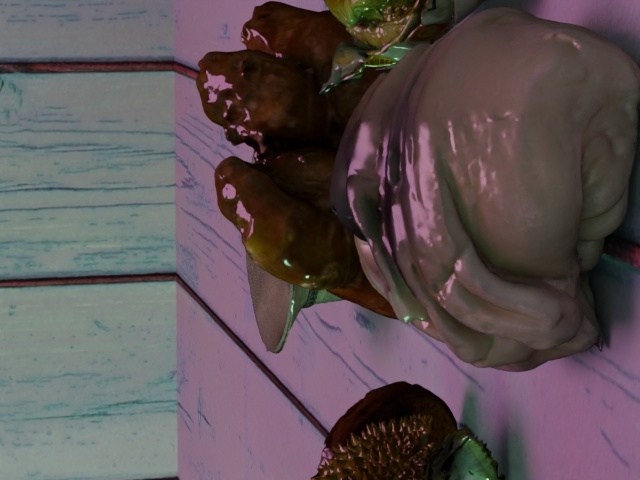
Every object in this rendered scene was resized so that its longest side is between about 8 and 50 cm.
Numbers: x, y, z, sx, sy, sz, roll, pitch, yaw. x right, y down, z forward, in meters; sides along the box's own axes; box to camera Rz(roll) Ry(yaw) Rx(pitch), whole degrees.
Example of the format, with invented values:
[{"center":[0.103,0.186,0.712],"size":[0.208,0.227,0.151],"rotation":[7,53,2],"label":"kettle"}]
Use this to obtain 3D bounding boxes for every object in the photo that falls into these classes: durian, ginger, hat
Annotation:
[{"center":[0.057,0.275,1.777],"size":[0.138,0.237,0.193],"rotation":[12,148,40],"label":"durian"},{"center":[0.014,-0.083,1.845],"size":[0.152,0.274,0.357],"rotation":[124,144,-53],"label":"ginger"},{"center":[0.000,0.000,2.218],"size":[0.257,0.130,0.257],"rotation":[178,90,-76],"label":"hat"}]

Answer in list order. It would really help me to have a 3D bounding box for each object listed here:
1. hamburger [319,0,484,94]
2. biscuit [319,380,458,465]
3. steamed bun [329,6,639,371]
[{"center":[0.070,-0.232,1.736],"size":[0.125,0.235,0.214],"rotation":[49,-170,-16],"label":"hamburger"},{"center":[0.063,0.231,1.894],"size":[0.049,0.192,0.192],"rotation":[18,112,47],"label":"biscuit"},{"center":[0.121,-0.040,1.556],"size":[0.275,0.206,0.320],"rotation":[-113,28,-61],"label":"steamed bun"}]
